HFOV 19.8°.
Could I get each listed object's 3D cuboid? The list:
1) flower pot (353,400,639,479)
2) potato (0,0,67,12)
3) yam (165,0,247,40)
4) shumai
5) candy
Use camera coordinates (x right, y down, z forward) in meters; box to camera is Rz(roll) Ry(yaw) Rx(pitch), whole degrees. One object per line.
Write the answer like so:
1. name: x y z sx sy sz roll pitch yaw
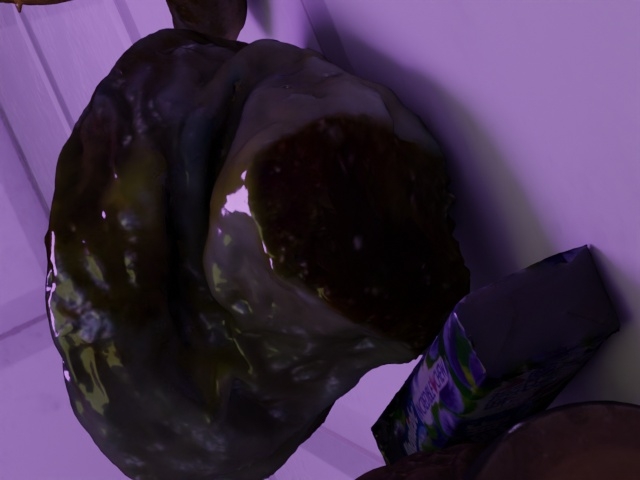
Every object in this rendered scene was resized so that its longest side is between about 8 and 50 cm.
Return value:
1. flower pot: 0.114 0.217 0.975 0.266 0.266 0.267 61 156 13
2. potato: -0.211 -0.276 1.350 0.229 0.229 0.266 66 166 -8
3. yam: -0.083 -0.235 1.235 0.317 0.067 0.071 91 178 -61
4. shumai: 0.000 0.000 1.183 0.263 0.304 0.309 -7 95 41
5. candy: 0.099 0.086 1.099 0.061 0.088 0.312 63 166 14
